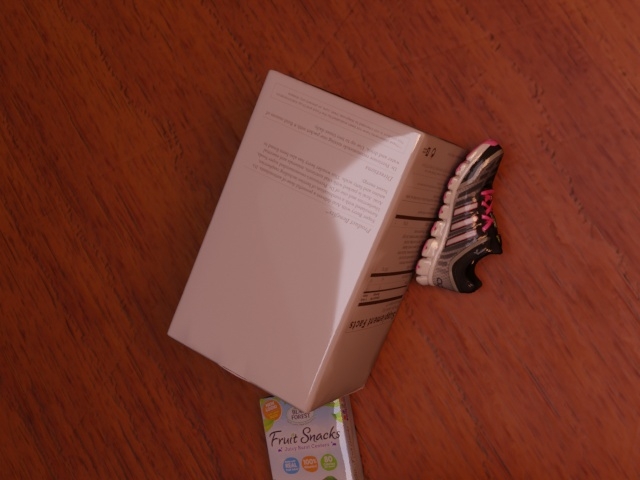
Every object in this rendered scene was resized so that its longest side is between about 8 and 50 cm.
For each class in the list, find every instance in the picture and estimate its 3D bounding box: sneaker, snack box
[{"bbox_3d":[0.162,-0.018,0.942,0.074,0.063,0.170,26,105,22],"label":"sneaker"},{"bbox_3d":[-0.008,0.241,1.026,0.100,0.037,0.141,-12,85,22],"label":"snack box"}]

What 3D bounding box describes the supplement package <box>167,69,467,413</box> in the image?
[{"bbox_3d":[0.000,0.000,0.950,0.177,0.175,0.293,26,100,20],"label":"supplement package"}]
